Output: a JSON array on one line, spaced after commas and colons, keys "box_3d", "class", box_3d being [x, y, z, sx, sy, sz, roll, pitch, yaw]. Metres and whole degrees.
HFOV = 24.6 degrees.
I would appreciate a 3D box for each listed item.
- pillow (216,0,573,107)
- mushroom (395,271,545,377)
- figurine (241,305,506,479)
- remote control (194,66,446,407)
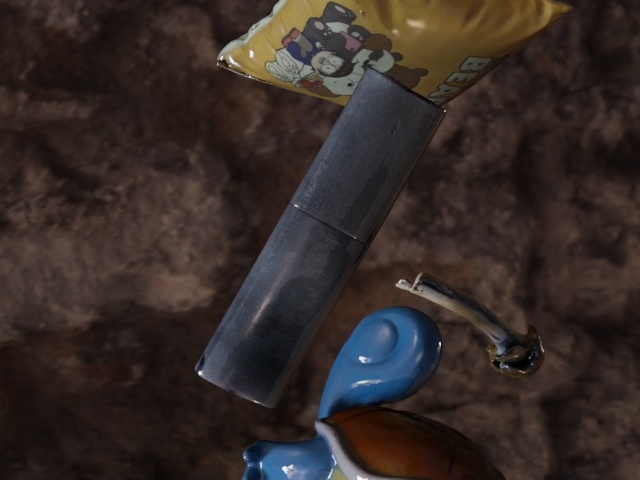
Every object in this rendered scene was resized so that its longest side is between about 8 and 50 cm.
[{"box_3d": [0.077, -0.238, 1.707, 0.312, 0.310, 0.119, 11, -117, -26], "class": "pillow"}, {"box_3d": [0.168, 0.086, 1.614, 0.187, 0.060, 0.061, 37, -157, -9], "class": "mushroom"}, {"box_3d": [0.083, 0.264, 1.438, 0.243, 0.416, 0.298, -31, -40, 0], "class": "figurine"}, {"box_3d": [0.000, 0.000, 1.576, 0.107, 0.044, 0.378, 26, -83, -29], "class": "remote control"}]
